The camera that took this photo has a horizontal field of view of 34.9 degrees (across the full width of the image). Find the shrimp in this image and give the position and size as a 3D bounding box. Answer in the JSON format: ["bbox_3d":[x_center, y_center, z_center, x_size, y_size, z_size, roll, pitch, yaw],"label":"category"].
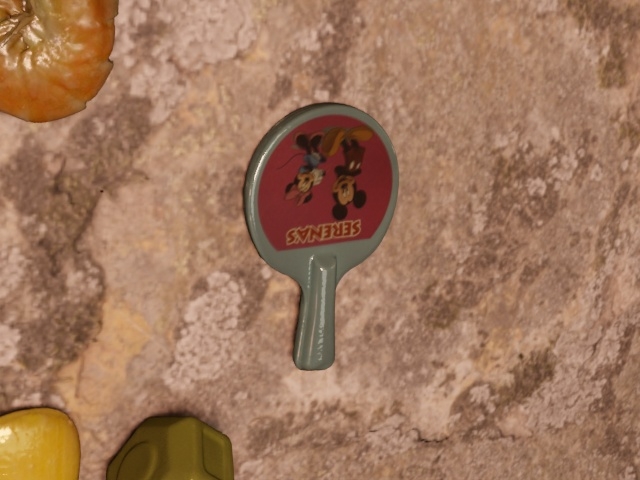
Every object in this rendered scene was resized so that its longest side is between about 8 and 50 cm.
[{"bbox_3d":[-0.195,-0.184,0.695,0.115,0.051,0.217,-4,114,-27],"label":"shrimp"}]

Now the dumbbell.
[{"bbox_3d":[-0.059,0.263,0.925,0.108,0.121,0.302,-34,130,20],"label":"dumbbell"}]

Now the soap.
[{"bbox_3d":[-0.242,0.214,0.841,0.089,0.033,0.168,-4,112,-27],"label":"soap"}]

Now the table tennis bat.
[{"bbox_3d":[0.000,0.000,0.898,0.153,0.040,0.244,-5,108,-30],"label":"table tennis bat"}]
